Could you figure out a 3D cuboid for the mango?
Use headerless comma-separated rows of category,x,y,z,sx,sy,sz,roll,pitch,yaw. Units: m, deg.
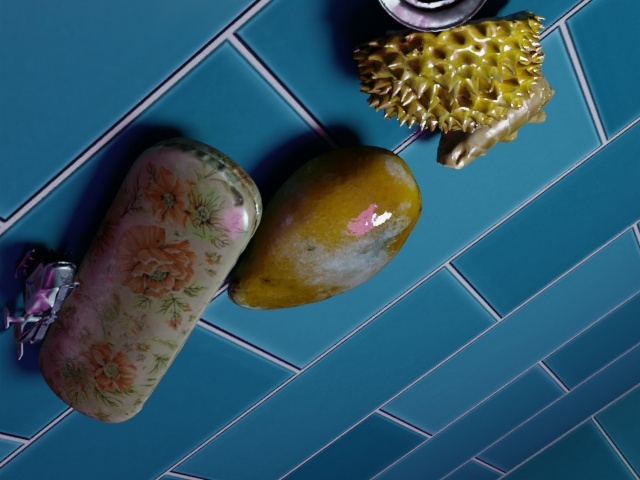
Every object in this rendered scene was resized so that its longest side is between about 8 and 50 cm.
mango,0.000,0.000,0.991,0.192,0.146,0.316,22,126,-40

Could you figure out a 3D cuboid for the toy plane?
toy plane,-0.339,0.070,0.895,0.053,0.078,0.197,5,146,-41

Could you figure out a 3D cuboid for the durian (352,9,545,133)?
durian,0.153,-0.188,0.850,0.249,0.183,0.138,-8,113,-22

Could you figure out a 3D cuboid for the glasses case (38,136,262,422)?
glasses case,-0.219,0.063,0.910,0.425,0.156,0.098,-55,-179,29

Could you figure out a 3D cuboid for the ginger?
ginger,0.240,-0.176,1.005,0.205,0.081,0.115,-53,152,18

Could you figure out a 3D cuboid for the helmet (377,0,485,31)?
helmet,0.094,-0.304,0.720,0.153,0.107,0.177,-21,129,-13
